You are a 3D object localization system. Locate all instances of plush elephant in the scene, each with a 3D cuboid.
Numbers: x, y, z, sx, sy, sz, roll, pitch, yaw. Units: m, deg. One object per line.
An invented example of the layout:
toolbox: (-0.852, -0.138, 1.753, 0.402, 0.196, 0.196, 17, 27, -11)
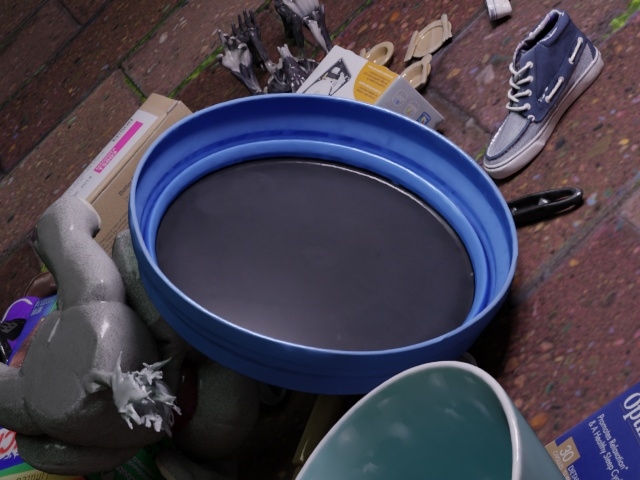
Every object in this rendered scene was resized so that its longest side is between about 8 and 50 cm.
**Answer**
plush elephant: (-0.175, 0.142, 1.801, 0.330, 0.255, 0.272, 26, 91, 46)

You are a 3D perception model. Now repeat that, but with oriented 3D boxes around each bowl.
bowl: (0.000, 0.000, 1.734, 0.391, 0.391, 0.077, -86, 5, -49)
bowl: (0.104, 0.271, 1.415, 0.311, 0.163, 0.311, -40, 32, 31)

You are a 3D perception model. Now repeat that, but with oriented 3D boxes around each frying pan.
frying pan: (0.120, 0.001, 1.884, 0.197, 0.053, 0.326, -56, 29, -16)

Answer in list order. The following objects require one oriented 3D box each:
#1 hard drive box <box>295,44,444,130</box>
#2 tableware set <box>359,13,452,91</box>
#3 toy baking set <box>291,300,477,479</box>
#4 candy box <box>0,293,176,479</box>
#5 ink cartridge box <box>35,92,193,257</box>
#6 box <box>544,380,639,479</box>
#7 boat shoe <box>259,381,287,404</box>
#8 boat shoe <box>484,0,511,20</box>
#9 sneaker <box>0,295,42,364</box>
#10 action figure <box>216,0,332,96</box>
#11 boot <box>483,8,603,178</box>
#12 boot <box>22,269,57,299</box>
hard drive box: (0.011, -0.105, 2.087, 0.232, 0.089, 0.181, -51, 31, -3)
tableware set: (0.096, -0.220, 2.209, 0.168, 0.020, 0.141, -21, 37, 34)
toy baking set: (0.064, 0.180, 1.745, 0.196, 0.030, 0.256, -6, 53, 39)
candy box: (-0.275, 0.198, 2.043, 0.268, 0.122, 0.317, -16, 41, 39)
ink cartridge box: (-0.208, -0.037, 2.182, 0.235, 0.193, 0.088, -49, 30, -9)
box: (0.303, 0.163, 1.464, 0.225, 0.036, 0.136, -36, 31, 12)
boat shoe: (-0.078, 0.023, 1.927, 0.103, 0.118, 0.320, 0, 86, 39)
boat shoe: (0.221, -0.307, 2.157, 0.035, 0.035, 0.100, -10, 32, 4)
sneaker: (-0.408, 0.145, 2.247, 0.102, 0.146, 0.293, -35, 32, 16)
action figure: (-0.057, -0.256, 2.327, 0.164, 0.141, 0.276, -30, 29, 2)
boot: (0.227, -0.163, 1.911, 0.190, 0.086, 0.069, -52, 31, -12)
boot: (-0.358, 0.074, 2.391, 0.106, 0.037, 0.114, -47, 34, -1)
